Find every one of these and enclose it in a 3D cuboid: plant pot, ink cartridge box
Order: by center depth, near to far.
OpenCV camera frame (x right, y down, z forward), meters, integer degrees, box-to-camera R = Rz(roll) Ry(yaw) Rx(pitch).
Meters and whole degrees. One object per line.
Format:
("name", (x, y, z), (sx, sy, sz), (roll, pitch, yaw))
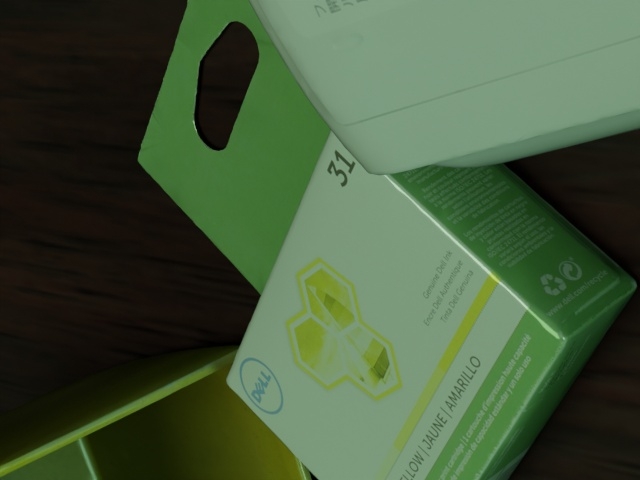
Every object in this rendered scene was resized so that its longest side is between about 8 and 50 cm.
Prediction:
("ink cartridge box", (0.000, 0.000, 0.778), (0.235, 0.056, 0.171), (44, 139, 17))
("plant pot", (-0.126, 0.173, 0.917), (0.187, 0.212, 0.212), (9, 120, 59))

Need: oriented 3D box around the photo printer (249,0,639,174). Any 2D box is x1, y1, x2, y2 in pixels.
("photo printer", (0.067, -0.155, 0.563), (0.307, 0.107, 0.256), (-14, 101, 51))
